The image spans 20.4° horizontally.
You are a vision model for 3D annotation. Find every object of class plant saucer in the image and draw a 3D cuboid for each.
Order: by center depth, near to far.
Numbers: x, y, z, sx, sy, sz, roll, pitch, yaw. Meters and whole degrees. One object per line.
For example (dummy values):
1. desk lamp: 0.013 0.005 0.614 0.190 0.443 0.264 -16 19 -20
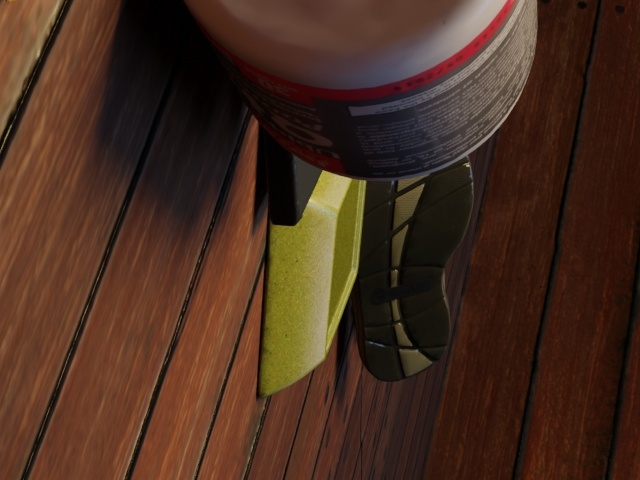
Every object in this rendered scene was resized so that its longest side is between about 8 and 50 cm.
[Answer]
1. plant saucer: 0.000 0.000 1.360 0.188 0.045 0.188 -66 164 -57

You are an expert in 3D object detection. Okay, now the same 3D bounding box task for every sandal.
1. sandal: 0.071 0.008 1.717 0.086 0.120 0.303 -112 -159 -47

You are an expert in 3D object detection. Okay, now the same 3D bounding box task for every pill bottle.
1. pill bottle: 0.028 -0.130 0.944 0.318 0.176 0.176 57 44 -78

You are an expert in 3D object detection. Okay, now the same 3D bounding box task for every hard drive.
1. hard drive: -0.012 -0.083 1.228 0.135 0.022 0.094 -67 158 -58

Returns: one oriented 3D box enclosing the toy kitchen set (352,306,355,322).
1. toy kitchen set: 0.076 0.050 1.850 0.075 0.068 0.083 77 24 -70
